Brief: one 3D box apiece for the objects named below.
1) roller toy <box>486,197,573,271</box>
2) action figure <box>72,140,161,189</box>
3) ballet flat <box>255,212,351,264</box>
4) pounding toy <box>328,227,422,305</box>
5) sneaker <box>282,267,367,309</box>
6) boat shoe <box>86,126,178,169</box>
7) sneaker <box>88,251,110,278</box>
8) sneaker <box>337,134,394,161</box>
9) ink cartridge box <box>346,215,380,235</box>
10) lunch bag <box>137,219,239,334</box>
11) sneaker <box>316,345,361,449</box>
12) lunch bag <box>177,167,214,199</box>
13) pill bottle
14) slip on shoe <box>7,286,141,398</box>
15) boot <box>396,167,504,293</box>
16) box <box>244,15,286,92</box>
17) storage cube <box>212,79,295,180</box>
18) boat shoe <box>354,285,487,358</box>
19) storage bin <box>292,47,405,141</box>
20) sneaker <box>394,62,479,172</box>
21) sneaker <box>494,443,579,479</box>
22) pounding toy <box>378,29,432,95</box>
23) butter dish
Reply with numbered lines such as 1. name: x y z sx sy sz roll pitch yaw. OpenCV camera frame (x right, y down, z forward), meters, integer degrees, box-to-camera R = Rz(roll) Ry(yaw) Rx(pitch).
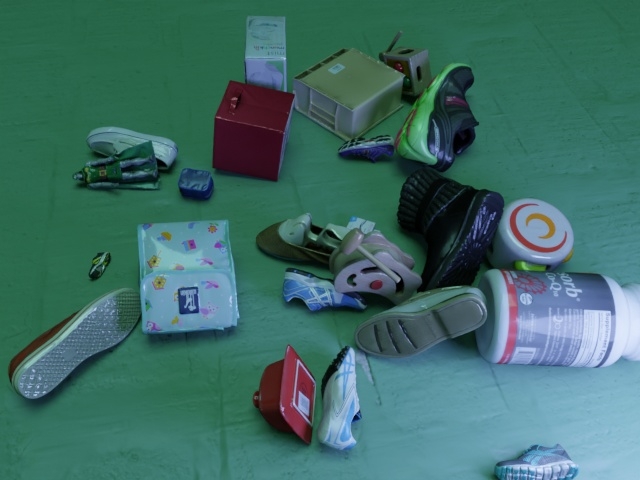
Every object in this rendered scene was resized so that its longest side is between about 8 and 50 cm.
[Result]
1. roller toy: 0.519 0.002 1.589 0.209 0.146 0.191 -29 67 -23
2. action figure: -0.569 -0.190 1.747 0.232 0.137 0.063 -9 7 1
3. ballet flat: 0.000 0.000 1.584 0.342 0.124 0.116 17 50 13
4. pounding toy: 0.115 0.087 1.436 0.154 0.269 0.155 -40 37 22
5. sneaker: 0.008 0.131 1.516 0.211 0.080 0.081 18 90 1
6. boat shoe: -0.546 -0.252 1.808 0.267 0.096 0.088 11 52 0
7. sneaker: -0.555 0.062 1.574 0.035 0.031 0.083 5 43 20
8. sneaker: 0.134 -0.262 1.862 0.169 0.071 0.068 -3 28 15
9. ink cartridge box: 0.114 -0.029 1.677 0.083 0.028 0.048 17 51 12
10. lunch bag: -0.310 0.092 1.472 0.223 0.160 0.262 -3 58 -13
11. sneaker: 0.048 0.331 1.337 0.086 0.085 0.237 26 44 -14
12. lunch bag: -0.346 -0.153 1.744 0.098 0.065 0.067 10 65 5
13. pill bottle: 0.541 0.173 1.400 0.362 0.210 0.210 2 49 -1
14. slip on shoe: -0.537 0.209 1.393 0.101 0.123 0.331 13 42 40
15. boot: 0.277 -0.002 1.583 0.260 0.131 0.348 23 80 45
16. box: -0.166 -0.507 1.929 0.126 0.262 0.231 -1 48 -4
17. storage cube: -0.189 -0.309 1.795 0.193 0.215 0.184 12 49 -1
18. boat shoe: 0.225 0.179 1.416 0.302 0.113 0.103 -17 14 19
19. storage bin: 0.086 -0.469 1.999 0.260 0.123 0.262 35 57 26
20. sneaker: 0.377 -0.365 1.916 0.202 0.185 0.483 35 51 -5
21. sneaker: 0.424 0.445 1.267 0.166 0.065 0.076 0 32 -6
22. pounding toy: 0.248 -0.580 2.060 0.094 0.181 0.206 -32 34 -26
23. butter dish: -0.084 0.322 1.305 0.118 0.160 0.160 -12 46 17
